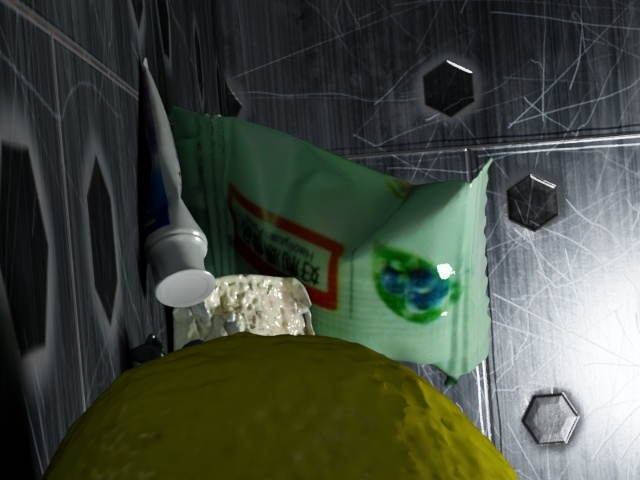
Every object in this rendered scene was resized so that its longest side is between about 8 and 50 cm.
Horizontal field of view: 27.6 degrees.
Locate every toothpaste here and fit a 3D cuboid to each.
[{"bbox_3d":[-0.151,-0.056,1.271,0.096,0.061,0.266,84,-6,-52],"label":"toothpaste"}]

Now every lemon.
[{"bbox_3d":[-0.019,0.179,0.601,0.268,0.268,0.322,86,-18,-56],"label":"lemon"}]

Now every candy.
[{"bbox_3d":[0.003,-0.003,1.508,0.172,0.398,0.263,-35,136,-53],"label":"candy"}]

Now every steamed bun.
[{"bbox_3d":[-0.073,0.141,1.414,0.200,0.170,0.225,-77,161,-79],"label":"steamed bun"}]

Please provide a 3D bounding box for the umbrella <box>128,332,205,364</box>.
[{"bbox_3d":[-0.082,0.183,1.175,0.094,0.143,0.349,-52,160,-20],"label":"umbrella"}]
